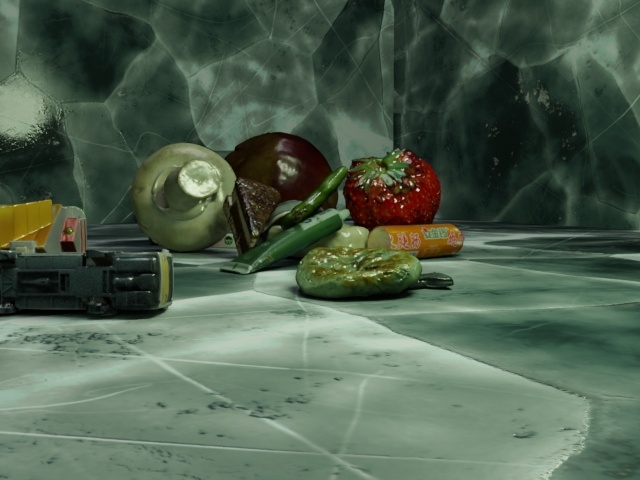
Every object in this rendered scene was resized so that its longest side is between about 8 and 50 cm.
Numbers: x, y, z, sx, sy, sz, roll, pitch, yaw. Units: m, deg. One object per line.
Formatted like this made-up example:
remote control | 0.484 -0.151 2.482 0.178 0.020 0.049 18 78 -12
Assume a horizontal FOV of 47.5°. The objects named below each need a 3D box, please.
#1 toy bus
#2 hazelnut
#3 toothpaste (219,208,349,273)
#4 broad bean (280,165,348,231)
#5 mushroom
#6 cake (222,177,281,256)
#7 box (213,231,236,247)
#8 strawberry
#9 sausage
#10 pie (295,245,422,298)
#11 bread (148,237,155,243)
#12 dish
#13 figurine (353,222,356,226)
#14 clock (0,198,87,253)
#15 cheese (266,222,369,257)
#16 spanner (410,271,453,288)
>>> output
toy bus | -0.393 0.064 1.122 0.342 0.097 0.138 -1 -3 8
hazelnut | -0.160 -0.164 2.454 0.429 0.402 0.402 -5 1 39
toothpaste | -0.063 0.001 1.720 0.098 0.061 0.392 5 25 46
broad bean | -0.023 -0.095 1.853 0.144 0.049 0.292 -40 4 38
mushroom | -0.362 -0.138 2.077 0.356 0.315 0.315 -29 -13 33
cake | -0.158 -0.048 1.886 0.135 0.112 0.246 10 35 -28
box | -0.299 -0.003 2.281 0.125 0.043 0.089 0 5 11
strawberry | 0.199 -0.098 1.988 0.250 0.288 0.238 6 46 31
sausage | 0.268 0.002 1.901 0.312 0.093 0.093 -3 5 -36
pie | 0.063 0.054 1.309 0.240 0.054 0.240 -4 14 1
bread | -0.475 -0.019 2.397 0.193 0.064 0.193 2 7 0
dish | -0.092 -0.058 2.062 0.229 0.081 0.229 -19 -24 -9
figurine | 0.137 -0.018 2.122 0.132 0.132 0.153 1 18 19
clock | -0.626 -0.002 1.491 0.235 0.166 0.309 -1 6 -7
cheese | 0.000 0.002 1.916 0.262 0.093 0.159 2 9 19
spanner | 0.102 0.072 1.416 0.325 0.026 0.093 1 4 30
